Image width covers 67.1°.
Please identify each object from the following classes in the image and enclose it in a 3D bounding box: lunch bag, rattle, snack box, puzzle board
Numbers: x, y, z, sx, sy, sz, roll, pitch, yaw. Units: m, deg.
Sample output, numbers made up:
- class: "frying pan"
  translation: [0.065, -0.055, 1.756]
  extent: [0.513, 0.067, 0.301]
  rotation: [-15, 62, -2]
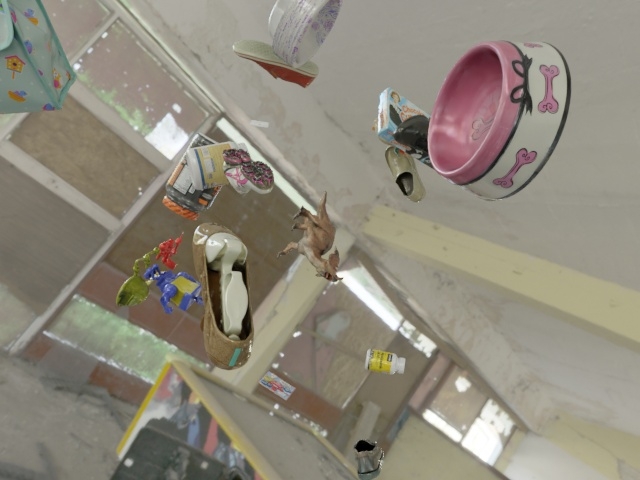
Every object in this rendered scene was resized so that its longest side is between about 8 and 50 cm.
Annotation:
- class: "lunch bag"
  translation: [-0.615, -0.367, 0.874]
  extent: [0.224, 0.160, 0.262]
  rotation: [-3, -36, 0]
- class: "rattle"
  translation: [0.270, -0.383, 1.891]
  extent: [0.143, 0.130, 0.199]
  rotation: [-33, -95, 52]
- class: "snack box"
  translation: [0.347, -0.410, 1.796]
  extent: [0.322, 0.187, 0.060]
  rotation: [22, -30, -32]
- class: "puzzle board"
  translation: [-0.165, 0.555, 1.854]
  extent: [0.128, 0.011, 0.096]
  rotation: [30, 19, 11]

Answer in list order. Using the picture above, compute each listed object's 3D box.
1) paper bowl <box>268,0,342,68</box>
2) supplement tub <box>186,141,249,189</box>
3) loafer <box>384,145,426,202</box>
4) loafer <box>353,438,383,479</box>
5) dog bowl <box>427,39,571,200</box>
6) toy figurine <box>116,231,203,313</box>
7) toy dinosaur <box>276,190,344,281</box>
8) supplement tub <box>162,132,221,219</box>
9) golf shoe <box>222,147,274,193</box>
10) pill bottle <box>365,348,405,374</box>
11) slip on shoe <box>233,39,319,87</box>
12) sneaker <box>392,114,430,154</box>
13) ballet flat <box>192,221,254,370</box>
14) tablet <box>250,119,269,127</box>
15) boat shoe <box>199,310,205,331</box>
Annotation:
- class: "paper bowl"
  translation: [-0.063, -0.730, 1.593]
  extent: [0.148, 0.284, 0.284]
  rotation: [36, -10, 0]
- class: "supplement tub"
  translation: [-0.350, -0.262, 1.670]
  extent: [0.144, 0.200, 0.144]
  rotation: [166, -90, -72]
- class: "loafer"
  translation: [0.338, -0.279, 1.952]
  extent: [0.092, 0.102, 0.268]
  rotation: [-6, 66, -58]
- class: "loafer"
  translation: [0.151, 0.681, 1.559]
  extent: [0.267, 0.096, 0.084]
  rotation: [59, 16, -84]
- class: "dog bowl"
  translation: [0.420, -0.312, 1.225]
  extent: [0.150, 0.407, 0.408]
  rotation: [10, -3, -16]
- class: "toy figurine"
  translation: [-0.453, 0.137, 1.535]
  extent: [0.217, 0.191, 0.362]
  rotation: [34, 13, -3]
- class: "toy dinosaur"
  translation: [0.000, 0.000, 1.481]
  extent: [0.200, 0.295, 0.127]
  rotation: [25, -33, -8]
- class: "supplement tub"
  translation: [-0.521, -0.270, 2.069]
  extent: [0.207, 0.338, 0.207]
  rotation: [32, 5, -3]
- class: "golf shoe"
  translation: [-0.157, -0.137, 1.063]
  extent: [0.186, 0.068, 0.086]
  rotation: [40, -46, 45]
- class: "pill bottle"
  translation: [0.198, 0.373, 1.476]
  extent: [0.116, 0.065, 0.065]
  rotation: [8, -16, 10]
- class: "slip on shoe"
  translation: [-0.172, -0.662, 1.823]
  extent: [0.331, 0.123, 0.101]
  rotation: [13, -46, -20]
- class: "sneaker"
  translation: [0.371, -0.336, 1.614]
  extent: [0.109, 0.286, 0.130]
  rotation: [-58, -137, 43]
- class: "ballet flat"
  translation: [-0.184, 0.079, 0.951]
  extent: [0.116, 0.342, 0.124]
  rotation: [7, -37, -25]
- class: "tablet"
  translation: [-0.280, -0.539, 2.228]
  extent: [0.083, 0.054, 0.006]
  rotation: [7, -52, -6]
- class: "boat shoe"
  translation: [-0.312, 0.203, 1.509]
  extent: [0.073, 0.207, 0.073]
  rotation: [28, 25, -19]
